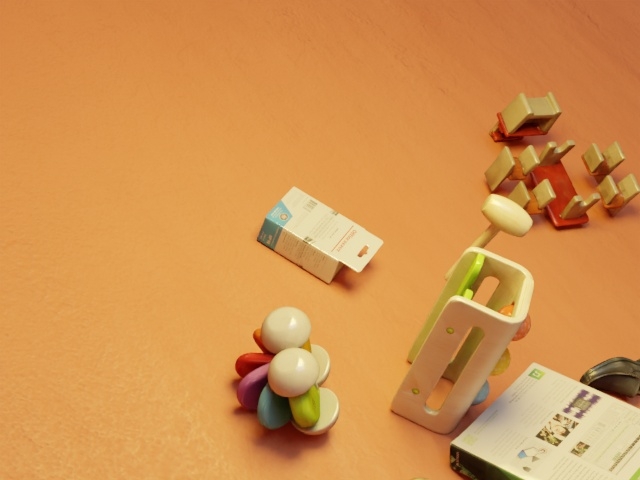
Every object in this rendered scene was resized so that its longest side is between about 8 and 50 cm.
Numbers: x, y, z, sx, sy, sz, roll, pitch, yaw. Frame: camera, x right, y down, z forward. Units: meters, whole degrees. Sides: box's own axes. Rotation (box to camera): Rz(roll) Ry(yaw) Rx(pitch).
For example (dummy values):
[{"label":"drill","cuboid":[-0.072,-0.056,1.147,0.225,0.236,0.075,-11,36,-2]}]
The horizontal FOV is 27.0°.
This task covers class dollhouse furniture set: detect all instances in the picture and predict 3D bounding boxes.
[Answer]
[{"label":"dollhouse furniture set","cuboid":[0.424,-0.139,2.507,0.262,0.135,0.259,-5,61,-28]}]

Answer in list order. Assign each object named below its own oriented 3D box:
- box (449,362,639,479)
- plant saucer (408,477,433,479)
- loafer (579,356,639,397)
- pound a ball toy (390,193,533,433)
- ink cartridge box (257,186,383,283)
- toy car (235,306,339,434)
[{"label":"box","cuboid":[0.385,0.317,1.957,0.322,0.058,0.232,23,43,35]},{"label":"plant saucer","cuboid":[0.155,0.374,1.924,0.083,0.015,0.083,13,43,-12]},{"label":"loafer","cuboid":[0.505,0.229,2.195,0.170,0.062,0.061,-4,54,-26]},{"label":"pound a ball toy","cuboid":[0.237,0.117,1.994,0.136,0.319,0.208,25,42,0]},{"label":"ink cartridge box","cuboid":[0.000,0.000,2.196,0.180,0.060,0.104,32,42,9]},{"label":"toy car","cuboid":[-0.058,0.197,1.931,0.136,0.159,0.182,-18,49,6]}]
